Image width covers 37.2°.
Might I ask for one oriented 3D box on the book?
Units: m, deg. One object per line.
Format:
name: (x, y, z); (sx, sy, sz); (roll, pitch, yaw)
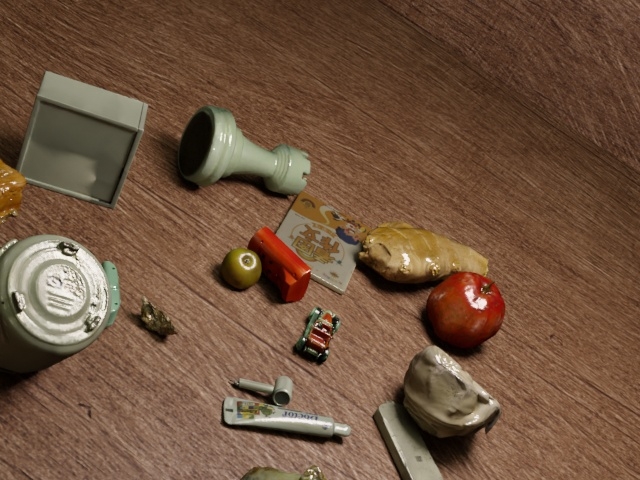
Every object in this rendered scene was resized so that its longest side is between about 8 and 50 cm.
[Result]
book: (0.000, 0.000, 2.311); (0.208, 0.020, 0.295); (29, 35, -2)

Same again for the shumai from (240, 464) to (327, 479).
shumai: (-0.052, 0.441, 1.603); (0.184, 0.142, 0.184); (22, 35, -16)

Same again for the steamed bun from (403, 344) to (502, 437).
steamed bun: (0.251, 0.331, 1.941); (0.211, 0.218, 0.144); (41, 79, 3)

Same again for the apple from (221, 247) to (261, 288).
apple: (-0.171, 0.061, 2.064); (0.090, 0.074, 0.089); (13, 59, -23)

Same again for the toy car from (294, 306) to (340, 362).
toy car: (-0.001, 0.196, 2.027); (0.073, 0.054, 0.143); (29, 35, -2)

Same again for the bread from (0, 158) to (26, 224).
bread: (-0.731, -0.053, 1.787); (0.185, 0.109, 0.380); (41, 37, 4)

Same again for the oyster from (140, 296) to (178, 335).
oyster: (-0.319, 0.154, 1.847); (0.038, 0.080, 0.083); (-35, 32, -29)

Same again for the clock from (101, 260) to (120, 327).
clock: (-0.480, 0.094, 1.813); (0.189, 0.060, 0.148); (8, 40, -26)

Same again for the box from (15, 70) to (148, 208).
box: (-0.514, -0.217, 2.040); (0.225, 0.225, 0.117); (18, 36, -17)

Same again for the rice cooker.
rice cooker: (-0.492, 0.109, 1.624); (0.226, 0.244, 0.226); (16, 63, -33)

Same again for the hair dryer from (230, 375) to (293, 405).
hair dryer: (-0.116, 0.285, 1.852); (0.124, 0.037, 0.063); (12, 17, -1)

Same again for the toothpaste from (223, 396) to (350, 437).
toothpaste: (-0.062, 0.345, 1.814); (0.255, 0.037, 0.067); (13, 36, -15)

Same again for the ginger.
ginger: (0.249, 0.048, 2.379); (0.236, 0.166, 0.375); (10, -9, 39)

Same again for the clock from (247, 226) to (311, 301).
clock: (-0.097, 0.056, 2.095); (0.061, 0.113, 0.155); (-33, 66, -29)

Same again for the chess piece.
chess piece: (-0.175, -0.200, 2.313); (0.299, 0.194, 0.194); (15, 36, -33)

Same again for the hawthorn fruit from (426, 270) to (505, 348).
hawthorn fruit: (0.346, 0.149, 2.205); (0.179, 0.200, 0.179); (15, 42, -14)

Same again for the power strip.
power strip: (0.175, 0.416, 1.893); (0.080, 0.029, 0.227); (7, 40, -32)
